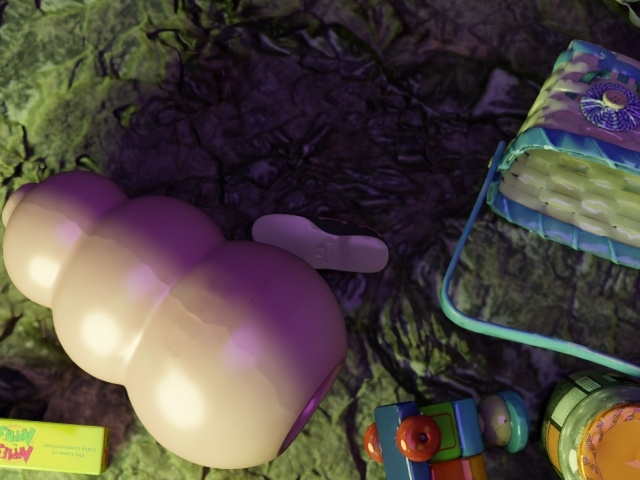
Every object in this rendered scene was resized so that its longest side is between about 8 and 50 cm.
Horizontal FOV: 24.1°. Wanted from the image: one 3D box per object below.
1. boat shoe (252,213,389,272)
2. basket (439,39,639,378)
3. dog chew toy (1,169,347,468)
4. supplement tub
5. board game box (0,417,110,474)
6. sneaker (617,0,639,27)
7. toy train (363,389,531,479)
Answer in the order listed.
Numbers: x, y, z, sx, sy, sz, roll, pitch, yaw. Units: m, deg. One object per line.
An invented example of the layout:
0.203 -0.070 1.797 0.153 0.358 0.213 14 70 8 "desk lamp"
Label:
0.000 0.002 1.436 0.133 0.042 0.049 11 102 -3 "boat shoe"
0.262 -0.024 1.377 0.255 0.201 0.289 17 73 1 "basket"
-0.142 0.055 1.343 0.332 0.206 0.206 34 81 8 "dog chew toy"
0.264 0.182 1.350 0.117 0.190 0.117 0 92 0 "supplement tub"
-0.286 0.183 1.361 0.181 0.092 0.043 6 82 -4 "board game box"
0.345 -0.383 1.439 0.210 0.137 0.366 32 104 -5 "sneaker"
0.139 0.264 1.389 0.143 0.105 0.248 -9 84 -20 "toy train"
